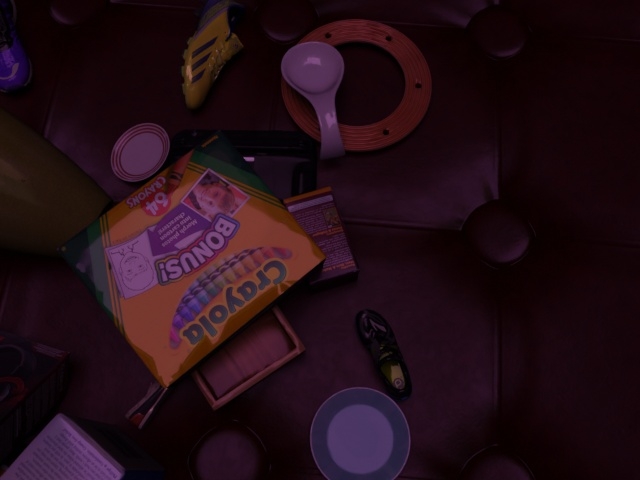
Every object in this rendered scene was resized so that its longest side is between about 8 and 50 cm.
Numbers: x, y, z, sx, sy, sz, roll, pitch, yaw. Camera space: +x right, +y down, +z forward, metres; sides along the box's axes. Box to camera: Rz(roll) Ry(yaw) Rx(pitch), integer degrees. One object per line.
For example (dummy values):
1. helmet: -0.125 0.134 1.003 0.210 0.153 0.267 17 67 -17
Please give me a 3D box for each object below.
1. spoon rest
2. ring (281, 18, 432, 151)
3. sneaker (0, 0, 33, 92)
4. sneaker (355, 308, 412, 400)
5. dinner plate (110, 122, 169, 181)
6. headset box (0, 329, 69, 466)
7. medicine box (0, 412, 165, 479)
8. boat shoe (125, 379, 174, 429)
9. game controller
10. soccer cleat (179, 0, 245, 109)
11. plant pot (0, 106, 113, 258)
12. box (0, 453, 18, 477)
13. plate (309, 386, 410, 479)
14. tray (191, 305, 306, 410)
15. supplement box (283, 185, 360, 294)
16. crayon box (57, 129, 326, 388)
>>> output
1. spoon rest: -0.001 -0.312 1.380 0.137 0.084 0.277 -12 70 -5
2. ring: 0.080 -0.347 1.454 0.336 0.032 0.337 0 70 0
3. sneaker: -0.732 -0.471 1.438 0.102 0.146 0.294 -20 72 -6
4. sneaker: 0.126 0.213 1.237 0.067 0.078 0.188 -22 72 -7
5. dinner plate: -0.385 -0.187 1.396 0.141 0.017 0.141 -6 67 14
6. headset box: -0.601 0.265 1.137 0.218 0.293 0.110 17 114 5
7. medicine box: -0.429 0.449 1.061 0.149 0.263 0.289 36 75 12
8. boat shoe: -0.313 0.291 1.231 0.043 0.049 0.137 33 79 13
9. game controller: -0.167 -0.154 1.382 0.319 0.067 0.167 1 86 1
10. soccer cleat: -0.237 -0.422 1.450 0.121 0.093 0.289 11 72 -3
11. plant pot: -0.569 -0.087 1.267 0.293 0.275 0.275 26 72 -8
12. box: -0.624 0.410 1.155 0.203 0.114 0.103 28 73 10
13. plate: 0.074 0.370 1.213 0.188 0.024 0.188 0 72 0
14. tray: -0.226 0.098 1.263 0.202 0.076 0.411 -33 81 -10
15. supplement box: 0.000 0.000 1.309 0.104 0.081 0.188 -16 72 -6
16. crayon box: -0.226 0.032 1.187 0.363 0.106 0.313 -39 81 -11
